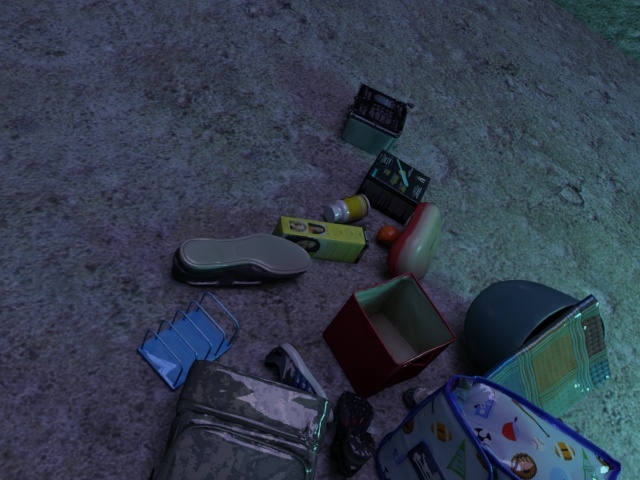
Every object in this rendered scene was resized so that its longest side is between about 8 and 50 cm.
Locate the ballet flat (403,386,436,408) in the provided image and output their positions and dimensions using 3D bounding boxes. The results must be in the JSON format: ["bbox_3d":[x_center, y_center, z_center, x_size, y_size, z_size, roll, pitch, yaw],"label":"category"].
[{"bbox_3d":[0.263,0.368,1.652,0.070,0.070,0.188,-27,41,-38],"label":"ballet flat"}]

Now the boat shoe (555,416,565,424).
[{"bbox_3d":[0.513,0.464,1.636,0.062,0.059,0.170,2,38,22],"label":"boat shoe"}]

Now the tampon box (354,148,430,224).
[{"bbox_3d":[0.200,-0.146,2.045,0.161,0.101,0.120,32,48,-1],"label":"tampon box"}]

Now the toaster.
[{"bbox_3d":[0.165,-0.353,2.182,0.185,0.110,0.168,24,49,-7],"label":"toaster"}]

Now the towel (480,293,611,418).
[{"bbox_3d":[0.495,0.317,1.652,0.370,0.272,0.040,-33,35,-12],"label":"towel"}]

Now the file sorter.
[{"bbox_3d":[-0.273,0.204,1.548,0.118,0.104,0.170,45,50,12],"label":"file sorter"}]

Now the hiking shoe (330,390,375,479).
[{"bbox_3d":[0.054,0.408,1.557,0.086,0.114,0.227,29,19,-8],"label":"hiking shoe"}]

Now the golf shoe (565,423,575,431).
[{"bbox_3d":[0.536,0.450,1.774,0.077,0.094,0.198,-24,41,-12],"label":"golf shoe"}]

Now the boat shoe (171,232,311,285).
[{"bbox_3d":[-0.186,0.051,1.730,0.335,0.095,0.112,3,56,-30],"label":"boat shoe"}]

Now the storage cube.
[{"bbox_3d":[0.151,0.219,1.678,0.183,0.193,0.215,-17,64,-34],"label":"storage cube"}]

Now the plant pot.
[{"bbox_3d":[0.485,0.228,1.774,0.292,0.293,0.235,-5,25,-28],"label":"plant pot"}]

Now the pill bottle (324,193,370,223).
[{"bbox_3d":[0.069,-0.081,1.957,0.116,0.065,0.065,-17,64,-35],"label":"pill bottle"}]

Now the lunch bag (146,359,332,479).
[{"bbox_3d":[-0.145,0.396,1.396,0.305,0.212,0.256,20,66,-5],"label":"lunch bag"}]

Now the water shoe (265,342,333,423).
[{"bbox_3d":[-0.048,0.320,1.602,0.080,0.073,0.203,-30,67,-14],"label":"water shoe"}]

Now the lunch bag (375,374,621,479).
[{"bbox_3d":[0.328,0.471,1.482,0.385,0.328,0.239,37,43,3],"label":"lunch bag"}]

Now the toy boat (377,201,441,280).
[{"bbox_3d":[0.220,0.000,1.939,0.151,0.151,0.231,10,43,22],"label":"toy boat"}]

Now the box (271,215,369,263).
[{"bbox_3d":[0.000,0.000,1.849,0.232,0.087,0.058,6,50,-20],"label":"box"}]
